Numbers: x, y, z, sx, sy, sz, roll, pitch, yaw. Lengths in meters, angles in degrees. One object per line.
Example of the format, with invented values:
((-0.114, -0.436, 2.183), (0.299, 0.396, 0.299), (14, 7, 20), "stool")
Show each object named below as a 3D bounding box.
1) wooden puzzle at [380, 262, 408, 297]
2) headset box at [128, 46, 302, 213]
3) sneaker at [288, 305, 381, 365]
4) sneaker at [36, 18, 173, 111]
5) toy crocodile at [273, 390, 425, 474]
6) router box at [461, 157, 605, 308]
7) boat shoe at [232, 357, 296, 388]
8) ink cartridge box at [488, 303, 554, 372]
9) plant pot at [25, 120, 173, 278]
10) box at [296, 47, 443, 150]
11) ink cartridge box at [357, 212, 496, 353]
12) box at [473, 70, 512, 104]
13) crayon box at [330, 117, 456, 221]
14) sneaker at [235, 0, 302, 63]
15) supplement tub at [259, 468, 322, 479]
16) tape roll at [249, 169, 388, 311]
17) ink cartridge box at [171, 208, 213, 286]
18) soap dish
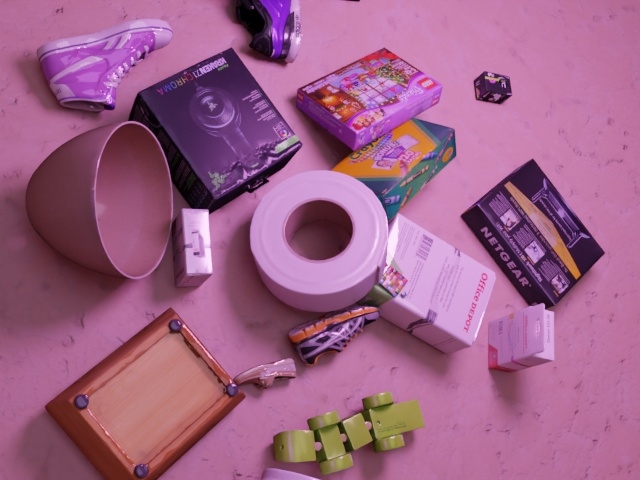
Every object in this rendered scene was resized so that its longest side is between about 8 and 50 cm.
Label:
((0.151, 0.085, 1.513), (0.083, 0.006, 0.049), (41, 63, -2), "wooden puzzle")
((-0.215, -0.217, 1.521), (0.246, 0.131, 0.283), (-34, 88, -29), "headset box")
((0.036, 0.192, 1.519), (0.214, 0.084, 0.083), (-19, 93, -25), "sneaker")
((-0.422, -0.353, 1.505), (0.282, 0.102, 0.161), (-23, 85, -18), "sneaker")
((0.067, 0.385, 1.453), (0.340, 0.105, 0.115), (-10, 75, -31), "toy crocodile")
((0.533, -0.015, 1.804), (0.243, 0.081, 0.309), (-36, 88, -30), "router box")
((-0.107, 0.271, 1.438), (0.135, 0.050, 0.045), (-12, 72, -27), "boat shoe")
((0.460, 0.220, 1.620), (0.067, 0.198, 0.115), (14, 67, -18), "ink cartridge box")
((-0.420, -0.072, 1.326), (0.190, 0.284, 0.284), (0, 67, 14), "plant pot")
((0.117, -0.341, 1.706), (0.293, 0.057, 0.201), (-33, 59, -30), "box")
((0.228, 0.099, 1.609), (0.272, 0.115, 0.198), (31, 62, -10), "ink cartridge box")
((0.460, -0.408, 1.932), (0.083, 0.052, 0.062), (5, 69, -23), "box")
((0.166, -0.172, 1.650), (0.165, 0.081, 0.278), (23, 53, 36), "crayon box")
((-0.126, -0.566, 1.703), (0.146, 0.102, 0.294), (4, 70, -22), "sneaker")
((-0.060, 0.562, 1.272), (0.191, 0.191, 0.272), (23, 64, -15), "supplement tub")
((0.000, 0.000, 1.491), (0.286, 0.100, 0.286), (-1, 63, 2), "tape roll")
((-0.256, 0.016, 1.436), (0.056, 0.099, 0.135), (1, 72, -25), "ink cartridge box")
((-0.302, 0.287, 1.307), (0.291, 0.118, 0.229), (-40, 90, -31), "soap dish")
